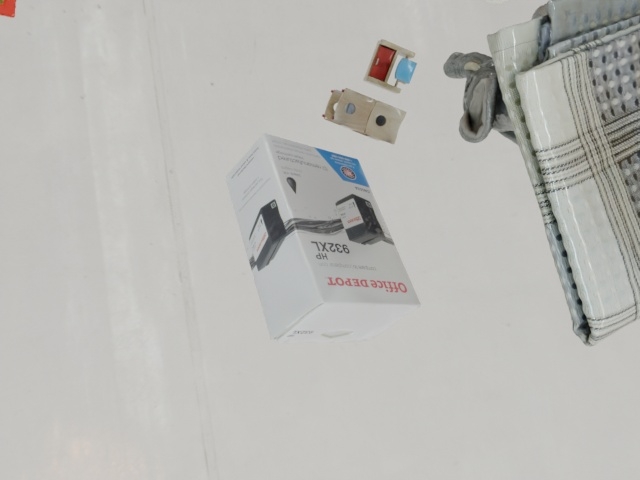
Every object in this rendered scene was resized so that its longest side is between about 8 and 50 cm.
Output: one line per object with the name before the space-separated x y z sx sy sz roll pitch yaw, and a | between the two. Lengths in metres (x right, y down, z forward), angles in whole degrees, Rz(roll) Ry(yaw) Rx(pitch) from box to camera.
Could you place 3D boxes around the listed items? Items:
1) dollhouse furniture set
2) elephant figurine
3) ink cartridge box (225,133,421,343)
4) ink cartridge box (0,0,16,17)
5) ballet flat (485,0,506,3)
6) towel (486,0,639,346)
dollhouse furniture set | 0.101 -0.298 1.043 0.129 0.129 0.183 18 101 -13
elephant figurine | 0.267 -0.199 0.762 0.169 0.239 0.186 39 66 -13
ink cartridge box | 0.000 0.000 0.884 0.129 0.223 0.307 -41 56 36
ink cartridge box | -0.400 -0.319 0.562 0.045 0.179 0.145 29 113 35
ballet flat | 0.534 -0.653 1.200 0.400 0.139 0.139 -28 86 -4
towel | 0.336 -0.102 0.546 0.312 0.056 0.324 -23 97 -19
